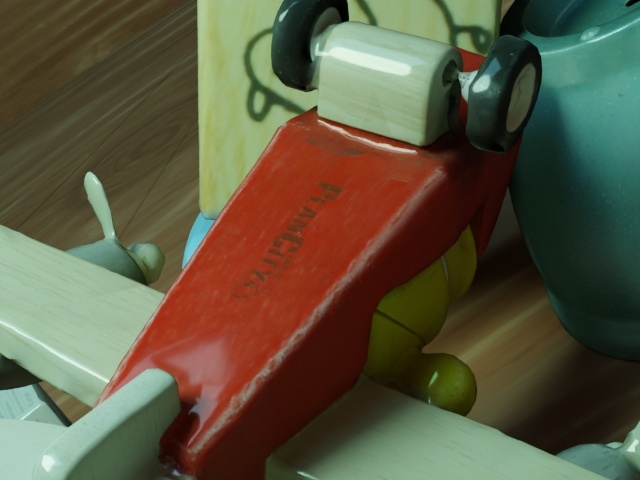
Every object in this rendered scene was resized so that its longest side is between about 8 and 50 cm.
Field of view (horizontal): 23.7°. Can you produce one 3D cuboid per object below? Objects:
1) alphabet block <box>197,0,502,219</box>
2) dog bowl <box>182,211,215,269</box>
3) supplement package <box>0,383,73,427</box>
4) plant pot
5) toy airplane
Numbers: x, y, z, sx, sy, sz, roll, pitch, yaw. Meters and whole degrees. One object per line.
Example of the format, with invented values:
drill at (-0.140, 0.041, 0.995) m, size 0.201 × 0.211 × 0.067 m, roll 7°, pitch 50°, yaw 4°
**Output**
alphabet block at (0.015, -0.135, 1.010) m, size 0.192 × 0.197 × 0.193 m, roll -1°, pitch 21°, yaw -3°
dog bowl at (0.000, 0.000, 1.160) m, size 0.074 × 0.166 × 0.297 m, roll -4°, pitch 35°, yaw 31°
supplement package at (-0.265, 0.201, 1.183) m, size 0.179 × 0.105 × 0.105 m, roll -39°, pitch 23°, yaw -9°
plant pot at (0.232, -0.093, 0.963) m, size 0.293 × 0.196 × 0.293 m, roll -29°, pitch 23°, yaw 14°
toy airplane at (-0.021, 0.082, 0.799) m, size 0.385 × 0.272 × 0.386 m, roll -16°, pitch 50°, yaw -4°
